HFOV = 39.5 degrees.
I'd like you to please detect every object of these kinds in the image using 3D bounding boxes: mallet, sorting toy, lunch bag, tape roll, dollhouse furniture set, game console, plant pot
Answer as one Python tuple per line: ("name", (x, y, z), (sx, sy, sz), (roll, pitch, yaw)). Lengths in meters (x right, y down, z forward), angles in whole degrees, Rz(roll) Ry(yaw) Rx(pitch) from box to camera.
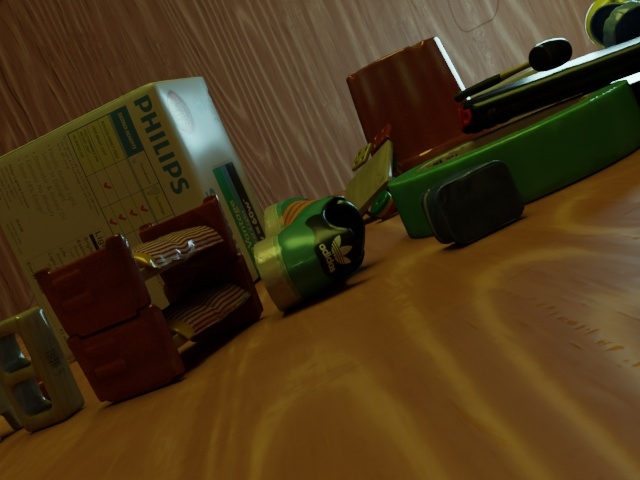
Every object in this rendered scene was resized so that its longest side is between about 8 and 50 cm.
("mallet", (0.268, -0.235, 1.251), (0.062, 0.039, 0.189), (-25, 4, -34))
("sorting toy", (0.099, -0.099, 1.617), (0.132, 0.046, 0.274), (-47, 22, 33))
("lunch bag", (0.156, -0.040, 0.915), (0.098, 0.067, 0.065), (-24, 5, -12))
("tape roll", (0.244, -0.103, 1.123), (0.321, 0.077, 0.321), (-23, 4, 2))
("dollhouse furniture set", (-0.277, 0.100, 0.996), (0.374, 0.152, 0.201), (-22, 5, 24))
("game console", (0.386, -0.235, 1.277), (0.386, 0.060, 0.342), (-20, 7, 10))
("plant pot", (0.192, -0.243, 1.774), (0.272, 0.265, 0.272), (-24, 4, 2))

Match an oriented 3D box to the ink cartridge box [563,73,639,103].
("ink cartridge box", (0.513, -0.249, 1.563), (0.223, 0.045, 0.224), (-21, 6, 32))

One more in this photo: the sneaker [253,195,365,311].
("sneaker", (0.000, 0.000, 1.080), (0.121, 0.108, 0.302), (-23, 13, 7))

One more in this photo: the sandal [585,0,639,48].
("sandal", (0.598, -0.349, 1.483), (0.317, 0.126, 0.138), (2, 23, 25))

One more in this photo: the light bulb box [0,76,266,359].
("light bulb box", (-0.312, -0.042, 1.504), (0.361, 0.358, 0.225), (-22, 7, 18))

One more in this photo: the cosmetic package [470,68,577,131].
("cosmetic package", (0.411, -0.286, 1.989), (0.296, 0.129, 0.153), (-25, 4, -7))
